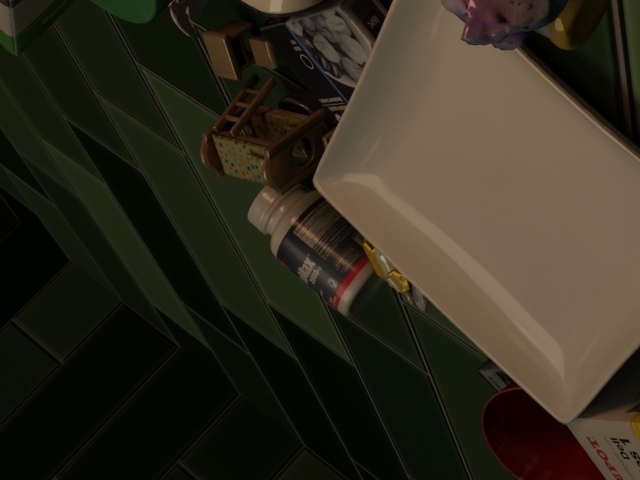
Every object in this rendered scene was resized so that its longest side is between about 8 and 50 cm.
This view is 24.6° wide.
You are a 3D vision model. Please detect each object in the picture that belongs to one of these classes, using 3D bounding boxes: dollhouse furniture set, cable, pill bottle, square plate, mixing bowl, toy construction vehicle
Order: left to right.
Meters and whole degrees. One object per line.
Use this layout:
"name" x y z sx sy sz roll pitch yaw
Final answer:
"dollhouse furniture set" -0.049 -0.138 1.564 0.182 0.101 0.161 16 134 43
"pill bottle" 0.000 0.000 1.845 0.180 0.108 0.108 40 164 15
"cable" 0.053 -0.045 1.657 0.287 0.072 0.139 50 158 -21
"toy construction vehicle" 0.102 0.008 1.619 0.086 0.035 0.098 46 131 -6
"square plate" 0.164 -0.035 1.281 0.344 0.049 0.347 45 147 12
"mixing bowl" 0.281 0.199 1.627 0.181 0.098 0.181 24 140 21

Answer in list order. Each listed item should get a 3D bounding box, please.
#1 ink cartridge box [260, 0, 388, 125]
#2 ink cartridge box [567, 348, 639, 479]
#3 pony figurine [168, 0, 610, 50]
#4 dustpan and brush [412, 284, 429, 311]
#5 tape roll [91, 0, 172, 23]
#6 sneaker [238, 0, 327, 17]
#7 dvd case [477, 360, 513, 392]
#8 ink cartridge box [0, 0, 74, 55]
"ink cartridge box" 0.053 -0.150 1.429 0.208 0.045 0.206 47 164 -17
"ink cartridge box" 0.382 0.202 1.318 0.201 0.117 0.278 53 157 -15
"pony figurine" 0.010 -0.251 0.745 0.363 0.351 0.303 36 -172 24
"dustpan and brush" 0.112 0.014 1.541 0.147 0.060 0.211 54 174 30
"tape roll" -0.269 -0.378 1.581 0.321 0.077 0.321 40 164 14
"sneaker" -0.097 -0.309 1.333 0.283 0.107 0.124 27 143 37
"dvd case" 0.306 0.215 1.800 0.180 0.022 0.253 45 165 -8
"ink cartridge box" -0.355 -0.342 1.516 0.211 0.121 0.289 44 165 1
